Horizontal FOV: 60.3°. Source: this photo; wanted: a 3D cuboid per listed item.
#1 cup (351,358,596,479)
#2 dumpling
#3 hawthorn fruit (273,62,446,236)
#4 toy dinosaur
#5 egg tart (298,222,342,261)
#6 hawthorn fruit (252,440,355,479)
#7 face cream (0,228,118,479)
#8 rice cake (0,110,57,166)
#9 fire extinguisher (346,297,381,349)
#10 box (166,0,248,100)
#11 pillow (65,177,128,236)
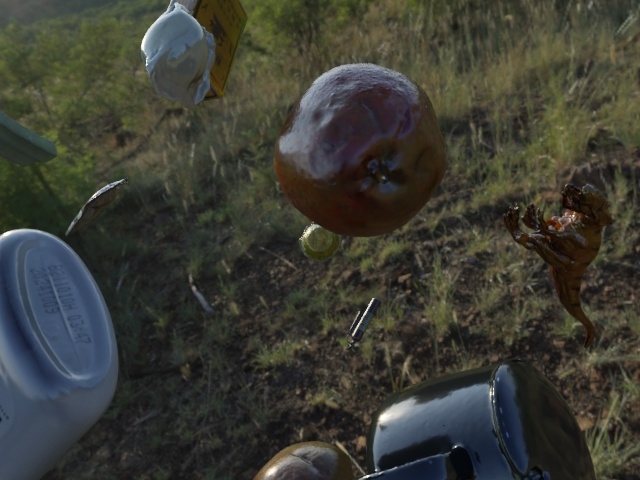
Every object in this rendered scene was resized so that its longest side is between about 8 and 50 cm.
[{"bbox_3d":[0.131,0.203,0.499,0.177,0.223,0.169,-33,63,34],"label":"cup"},{"bbox_3d":[-0.258,-0.346,1.046,0.124,0.151,0.228,-9,55,32],"label":"dumpling"},{"bbox_3d":[0.075,-0.128,0.855,0.277,0.276,0.298,-24,20,-1],"label":"hawthorn fruit"},{"bbox_3d":[0.440,0.014,1.020,0.097,0.432,0.208,-38,48,-10],"label":"toy dinosaur"},{"bbox_3d":[0.000,0.000,1.310,0.105,0.105,0.039,-22,-9,1],"label":"egg tart"},{"bbox_3d":[-0.043,0.601,1.199,0.268,0.267,0.301,3,15,38],"label":"hawthorn fruit"},{"bbox_3d":[-0.284,0.145,0.467,0.080,0.163,0.337,-2,-36,-51],"label":"face cream"},{"bbox_3d":[-0.553,-0.180,0.960,0.080,0.042,0.221,-19,-11,1],"label":"rice cake"},{"bbox_3d":[0.122,0.243,1.625,0.035,0.049,0.173,17,67,37],"label":"fire extinguisher"},{"bbox_3d":[-0.282,-0.519,1.349,0.084,0.192,0.301,-3,59,21],"label":"box"},{"bbox_3d":[-0.556,-0.082,1.369,0.233,0.038,0.130,-31,14,45],"label":"pillow"}]
